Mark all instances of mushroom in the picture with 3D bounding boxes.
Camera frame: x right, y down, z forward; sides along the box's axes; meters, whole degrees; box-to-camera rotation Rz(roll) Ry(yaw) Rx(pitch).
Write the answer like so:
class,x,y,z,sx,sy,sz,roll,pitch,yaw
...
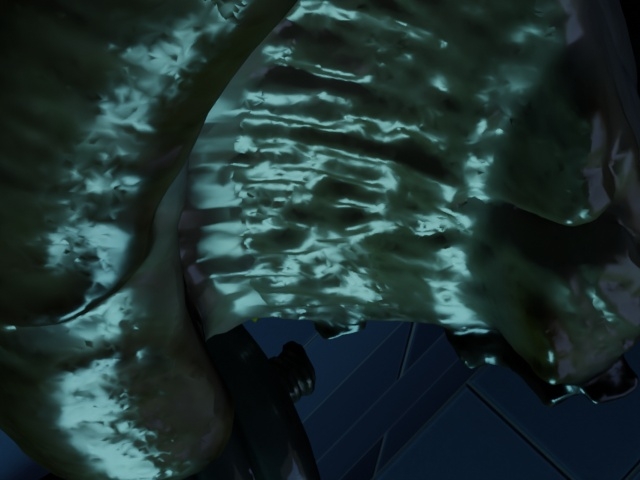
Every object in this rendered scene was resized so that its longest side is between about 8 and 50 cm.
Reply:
class,x,y,z,sx,sy,sz,roll,pitch,yaw
mushroom,-0.046,-0.101,0.588,0.313,0.224,0.397,-14,141,12

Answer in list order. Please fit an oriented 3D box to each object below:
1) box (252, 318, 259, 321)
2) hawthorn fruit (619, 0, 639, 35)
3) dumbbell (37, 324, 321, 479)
class,x,y,z,sx,sy,sz,roll,pitch,yaw
box,0.000,0.000,1.354,0.155,0.023,0.087,-38,166,-37
hawthorn fruit,0.353,-0.140,1.168,0.403,0.403,0.403,-44,167,-13
dumbbell,-0.170,0.157,0.816,0.406,0.179,0.179,-29,160,-25
